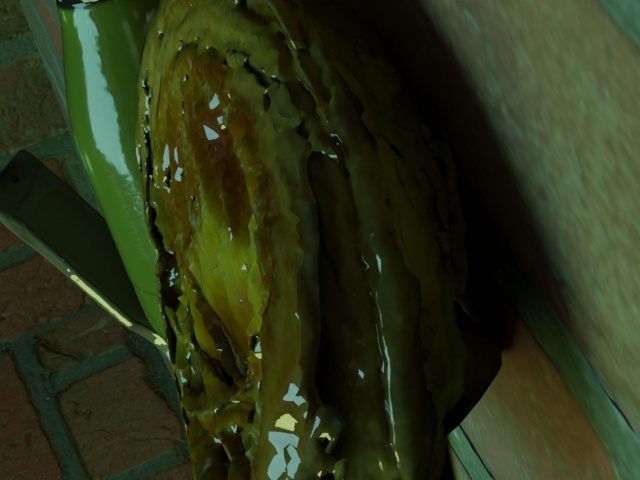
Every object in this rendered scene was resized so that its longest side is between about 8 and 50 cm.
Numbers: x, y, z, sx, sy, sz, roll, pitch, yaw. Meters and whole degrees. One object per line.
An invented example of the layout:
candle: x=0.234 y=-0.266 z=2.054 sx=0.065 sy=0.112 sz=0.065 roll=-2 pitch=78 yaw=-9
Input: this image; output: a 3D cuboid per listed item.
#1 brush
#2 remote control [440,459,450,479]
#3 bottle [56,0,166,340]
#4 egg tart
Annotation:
brush: x=-0.089 y=0.069 z=1.126 sx=0.321 sy=0.060 sz=0.050 roll=42 pitch=131 yaw=-9
remote control: x=0.039 y=0.065 z=0.907 sx=0.063 sy=0.025 sz=0.245 roll=57 pitch=167 yaw=39
bottle: x=-0.087 y=-0.065 z=1.027 sx=0.112 sy=0.112 sz=0.260 roll=-131 pitch=20 yaw=-62
egg tart: x=-0.001 y=0.013 z=0.725 sx=0.297 sy=0.132 sz=0.297 roll=169 pitch=90 yaw=-72
